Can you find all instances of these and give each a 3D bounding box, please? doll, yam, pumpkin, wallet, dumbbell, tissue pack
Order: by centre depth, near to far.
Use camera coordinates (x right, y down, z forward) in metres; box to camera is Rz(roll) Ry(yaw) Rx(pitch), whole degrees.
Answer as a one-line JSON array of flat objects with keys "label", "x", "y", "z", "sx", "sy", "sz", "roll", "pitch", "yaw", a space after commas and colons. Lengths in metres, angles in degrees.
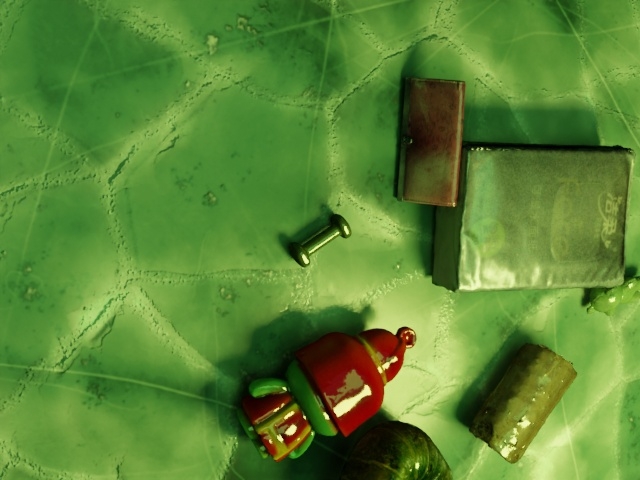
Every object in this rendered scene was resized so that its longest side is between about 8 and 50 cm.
[{"label": "doll", "x": 0.026, "y": 0.263, "z": 1.742, "sx": 0.363, "sy": 0.160, "sz": 0.182, "roll": -33, "pitch": 110, "yaw": -15}, {"label": "dumbbell", "x": 0.000, "y": 0.000, "z": 1.743, "sx": 0.118, "sy": 0.046, "sz": 0.052, "roll": -35, "pitch": 117, "yaw": -13}, {"label": "wallet", "x": 0.205, "y": -0.182, "z": 1.765, "sx": 0.025, "sy": 0.119, "sz": 0.232, "roll": -14, "pitch": 109, "yaw": -60}, {"label": "pumpkin", "x": 0.129, "y": 0.478, "z": 1.825, "sx": 0.260, "sy": 0.189, "sz": 0.260, "roll": 1, "pitch": 89, "yaw": -44}, {"label": "tissue pack", "x": 0.418, "y": -0.048, "z": 1.872, "sx": 0.394, "sy": 0.124, "sz": 0.288, "roll": -1, "pitch": 101, "yaw": -23}, {"label": "yam", "x": 0.409, "y": 0.332, "z": 1.942, "sx": 0.129, "sy": 0.128, "sz": 0.238, "roll": 33, "pitch": 79, "yaw": 9}, {"label": "doll", "x": 0.629, "y": 0.109, "z": 2.033, "sx": 0.150, "sy": 0.077, "sz": 0.115, "roll": -5, "pitch": 140, "yaw": -33}]
